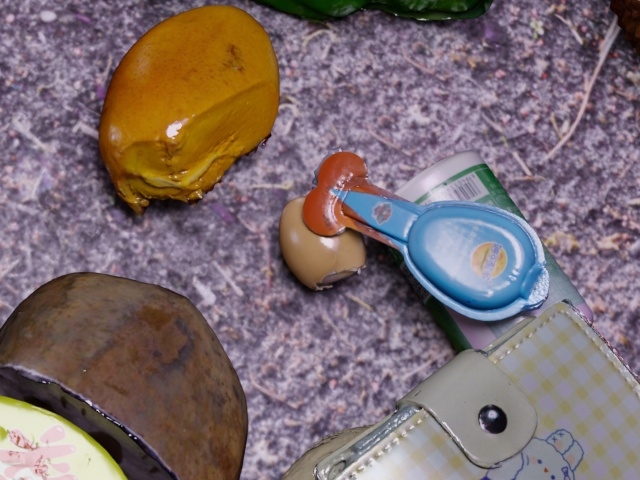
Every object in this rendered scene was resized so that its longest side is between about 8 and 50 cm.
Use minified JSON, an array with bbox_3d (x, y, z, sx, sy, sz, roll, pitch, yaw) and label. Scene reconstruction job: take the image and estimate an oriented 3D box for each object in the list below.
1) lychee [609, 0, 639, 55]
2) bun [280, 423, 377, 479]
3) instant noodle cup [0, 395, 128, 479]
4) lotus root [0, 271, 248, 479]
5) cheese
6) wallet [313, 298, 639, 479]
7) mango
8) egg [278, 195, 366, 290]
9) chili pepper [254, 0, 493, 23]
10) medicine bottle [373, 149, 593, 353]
[{"bbox_3d":[0.450,-0.287,1.850,0.304,0.276,0.275,10,60,-42],"label":"lychee"},{"bbox_3d":[0.074,0.274,1.542,0.259,0.152,0.259,6,67,-13],"label":"bun"},{"bbox_3d":[-0.299,0.297,1.375,0.311,0.221,0.311,7,63,-14],"label":"instant noodle cup"},{"bbox_3d":[-0.172,0.149,1.483,0.272,0.272,0.192,28,49,-3],"label":"lotus root"},{"bbox_3d":[0.101,-0.005,1.619,0.256,0.037,0.106,26,85,16],"label":"cheese"},{"bbox_3d":[0.164,0.204,1.486,0.309,0.077,0.223,-33,84,-32],"label":"wallet"},{"bbox_3d":[-0.124,-0.143,1.687,0.154,0.126,0.252,18,51,13],"label":"mango"},{"bbox_3d":[0.000,0.000,1.682,0.080,0.080,0.096,-19,79,-24],"label":"egg"},{"bbox_3d":[0.007,-0.324,1.756,0.385,0.213,0.167,-1,71,-15],"label":"chili pepper"},{"bbox_3d":[0.176,0.055,1.682,0.133,0.133,0.274,-28,76,-26],"label":"medicine bottle"}]
